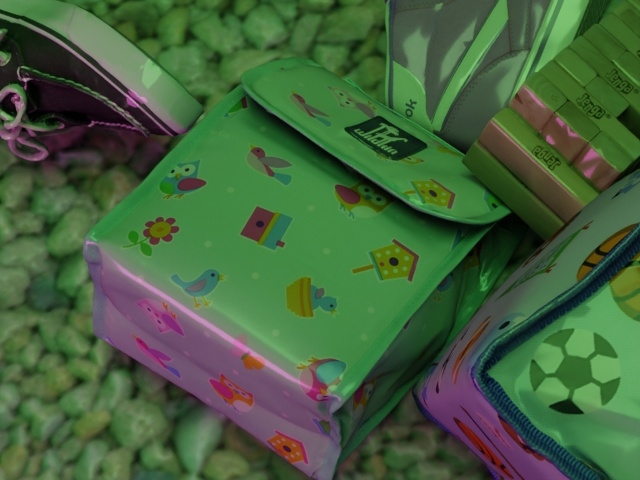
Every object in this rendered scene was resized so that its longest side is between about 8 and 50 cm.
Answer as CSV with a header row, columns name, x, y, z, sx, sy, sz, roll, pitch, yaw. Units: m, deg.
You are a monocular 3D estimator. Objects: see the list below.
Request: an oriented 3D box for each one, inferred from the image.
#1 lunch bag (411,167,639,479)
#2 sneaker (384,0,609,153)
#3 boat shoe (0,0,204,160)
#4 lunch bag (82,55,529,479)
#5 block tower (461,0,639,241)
name,x,y,z,sx,sy,sz,roll,pitch,yaw
lunch bag,0.275,0.035,1.071,0.385,0.328,0.239,-43,90,-8
sneaker,0.137,-0.201,1.350,0.161,0.102,0.282,21,69,16
boat shoe,-0.209,-0.120,1.298,0.306,0.113,0.105,28,79,37
lunch bag,0.000,0.000,1.239,0.223,0.160,0.262,32,61,18
block tower,0.250,-0.133,1.261,0.097,0.091,0.335,44,59,8
